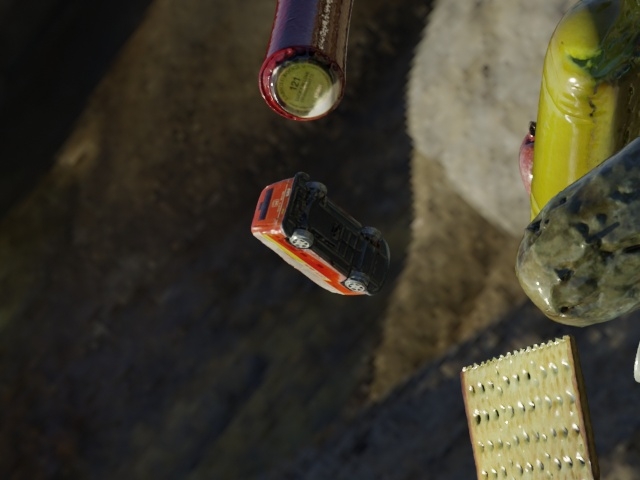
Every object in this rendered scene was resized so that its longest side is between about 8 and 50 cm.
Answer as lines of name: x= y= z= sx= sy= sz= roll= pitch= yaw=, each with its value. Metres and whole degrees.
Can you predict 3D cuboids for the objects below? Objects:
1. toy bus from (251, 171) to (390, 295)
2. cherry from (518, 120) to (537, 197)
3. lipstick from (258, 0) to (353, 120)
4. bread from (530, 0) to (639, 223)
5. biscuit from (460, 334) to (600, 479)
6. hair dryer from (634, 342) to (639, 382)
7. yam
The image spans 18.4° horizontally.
toy bus: x=0.000 y=0.000 z=2.193 sx=0.077 sy=0.174 sz=0.079 roll=-10 pitch=55 yaw=40
cherry: x=0.298 y=-0.137 z=2.517 sx=0.090 sy=0.225 sz=0.107 roll=10 pitch=30 yaw=22
lipstick: x=-0.008 y=-0.201 z=1.837 sx=0.080 sy=0.080 sz=0.241 roll=-39 pitch=24 yaw=26
bread: x=0.280 y=-0.105 z=1.977 sx=0.166 sy=0.383 sz=0.112 roll=-36 pitch=59 yaw=-23
biscuit: x=0.190 y=0.168 z=1.811 sx=0.231 sy=0.016 sz=0.139 roll=150 pitch=112 yaw=-66
hair dryer: x=0.220 y=0.117 z=1.176 sx=0.047 sy=0.082 sz=0.137 roll=7 pitch=-80 yaw=-68
yam: x=0.293 y=-0.040 z=1.425 sx=0.330 sy=0.133 sz=0.133 roll=-29 pitch=22 yaw=2
